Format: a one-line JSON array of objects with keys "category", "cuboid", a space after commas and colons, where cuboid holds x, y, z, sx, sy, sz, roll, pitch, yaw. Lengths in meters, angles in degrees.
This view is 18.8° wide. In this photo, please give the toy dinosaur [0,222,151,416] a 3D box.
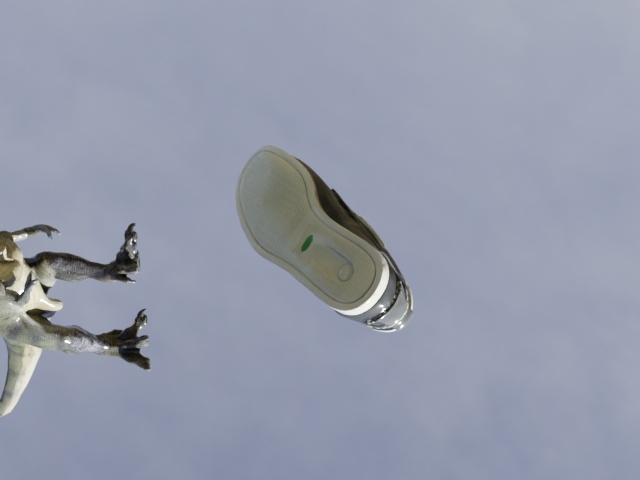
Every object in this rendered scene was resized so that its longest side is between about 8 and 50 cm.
[{"category": "toy dinosaur", "cuboid": [-0.169, 0.042, 1.216, 0.118, 0.268, 0.064, -4, -118, -1]}]

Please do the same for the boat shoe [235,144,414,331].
[{"category": "boat shoe", "cuboid": [0.000, 0.000, 1.687, 0.079, 0.084, 0.233, 29, -167, -46]}]
